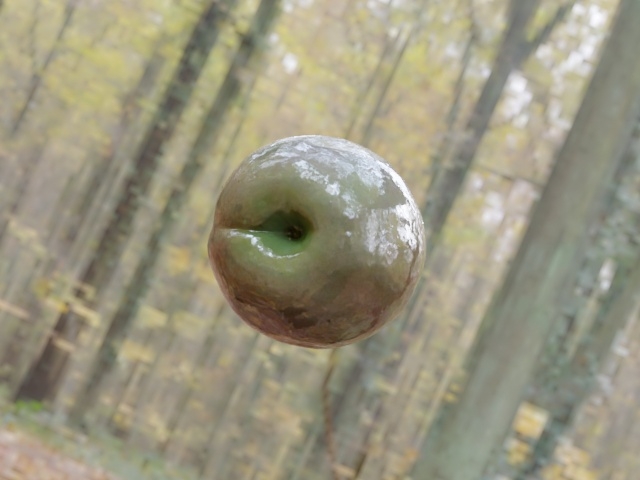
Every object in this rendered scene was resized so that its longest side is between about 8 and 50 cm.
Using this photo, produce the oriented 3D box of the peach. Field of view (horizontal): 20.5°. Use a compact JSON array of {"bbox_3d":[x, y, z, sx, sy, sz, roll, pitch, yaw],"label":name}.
[{"bbox_3d":[0.000,0.002,0.658,0.083,0.083,0.083,24,-8,4],"label":"peach"}]
